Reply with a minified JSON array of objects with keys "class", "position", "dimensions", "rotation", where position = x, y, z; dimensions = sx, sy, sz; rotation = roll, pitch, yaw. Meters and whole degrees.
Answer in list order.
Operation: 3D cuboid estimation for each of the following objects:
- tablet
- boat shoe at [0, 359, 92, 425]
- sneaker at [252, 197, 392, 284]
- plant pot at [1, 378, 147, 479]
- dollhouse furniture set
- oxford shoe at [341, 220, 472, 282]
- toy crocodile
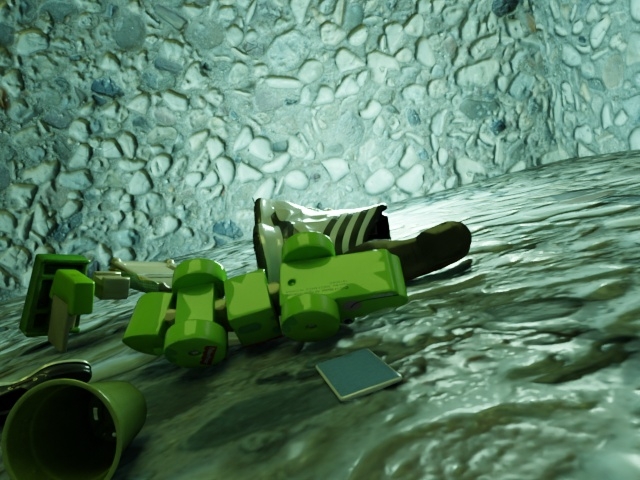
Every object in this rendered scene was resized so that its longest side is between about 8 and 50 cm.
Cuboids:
[{"class":"tablet","position":[0.030,0.114,0.401],"dimensions":[0.054,0.006,0.083],"rotation":[-15,7,-13]},{"class":"boat shoe","position":[-0.317,0.170,0.511],"dimensions":[0.133,0.049,0.042],"rotation":[-11,30,-44]},{"class":"sneaker","position":[0.000,0.001,0.936],"dimensions":[0.257,0.169,0.447],"rotation":[-6,13,-6]},{"class":"plant pot","position":[-0.171,0.138,0.349],"dimensions":[0.083,0.083,0.079],"rotation":[-14,-5,3]},{"class":"dollhouse furniture set","position":[-0.383,0.127,0.921],"dimensions":[0.197,0.151,0.301],"rotation":[18,8,38]},{"class":"oxford shoe","position":[0.120,0.036,0.695],"dimensions":[0.212,0.076,0.076],"rotation":[-15,-24,13]},{"class":"toy crocodile","position":[-0.069,0.078,0.545],"dimensions":[0.340,0.105,0.115],"rotation":[-13,48,3]}]
